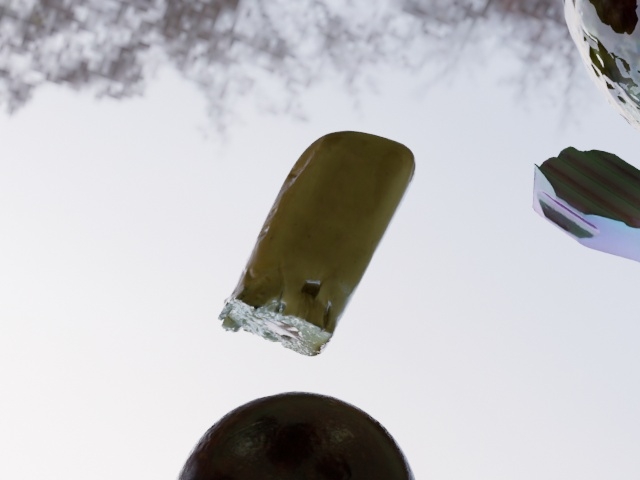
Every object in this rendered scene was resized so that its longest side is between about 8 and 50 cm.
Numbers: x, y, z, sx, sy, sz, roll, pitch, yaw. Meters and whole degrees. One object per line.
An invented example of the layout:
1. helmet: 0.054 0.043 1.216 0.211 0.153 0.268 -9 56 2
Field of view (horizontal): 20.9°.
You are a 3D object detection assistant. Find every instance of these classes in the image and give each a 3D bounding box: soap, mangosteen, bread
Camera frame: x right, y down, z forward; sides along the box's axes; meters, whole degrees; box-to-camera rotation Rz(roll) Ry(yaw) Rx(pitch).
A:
1. soap: 0.298 -0.039 1.833 0.100 0.056 0.149 -29 -132 -31
2. mangosteen: 0.005 0.236 1.356 0.257 0.215 0.215 21 -152 27
3. bread: -0.002 -0.001 1.276 0.085 0.134 0.173 27 -106 1

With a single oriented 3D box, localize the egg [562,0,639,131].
1. egg: 0.281 -0.150 1.091 0.289 0.238 0.238 61 -145 -6
